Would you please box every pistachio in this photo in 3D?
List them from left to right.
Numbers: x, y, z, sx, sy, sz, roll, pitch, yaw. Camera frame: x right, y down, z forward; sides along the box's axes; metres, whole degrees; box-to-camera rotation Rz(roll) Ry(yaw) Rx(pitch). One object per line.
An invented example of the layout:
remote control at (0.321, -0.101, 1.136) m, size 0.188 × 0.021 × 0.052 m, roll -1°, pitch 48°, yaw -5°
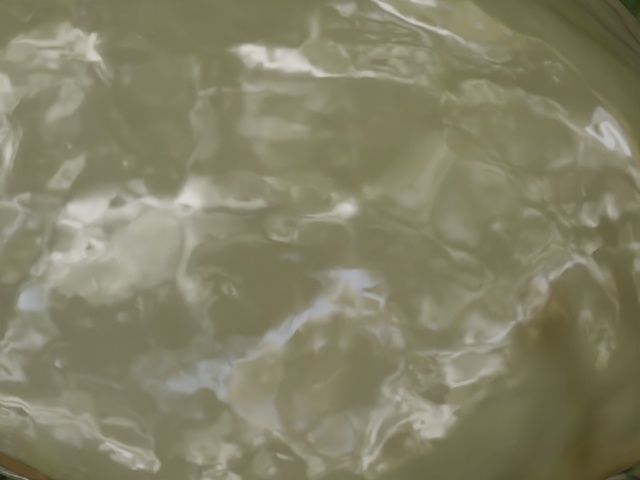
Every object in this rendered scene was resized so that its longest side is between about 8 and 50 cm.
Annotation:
pistachio at (0.000, 0.000, 0.687) m, size 0.445 × 0.281 × 0.365 m, roll 9°, pitch 85°, yaw -21°
